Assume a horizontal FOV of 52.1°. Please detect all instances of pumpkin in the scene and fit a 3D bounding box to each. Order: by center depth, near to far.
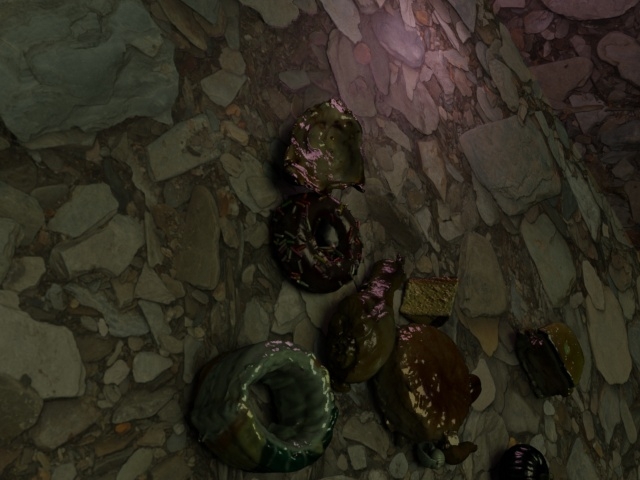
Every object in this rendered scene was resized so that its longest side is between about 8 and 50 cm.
[{"bbox_3d":[0.595,0.695,1.906,0.194,0.150,0.194,11,90,-69],"label":"pumpkin"}]

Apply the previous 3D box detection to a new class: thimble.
[{"bbox_3d":[-0.109,0.330,1.299,0.288,0.167,0.254,11,66,-44],"label":"thimble"}]

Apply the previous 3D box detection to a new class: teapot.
[{"bbox_3d":[0.400,0.424,1.861,0.129,0.078,0.098,-23,132,-35],"label":"teapot"}]

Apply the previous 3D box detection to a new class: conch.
[{"bbox_3d":[0.279,0.556,1.692,0.076,0.085,0.056,17,107,-35],"label":"conch"}]

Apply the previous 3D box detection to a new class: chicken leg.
[{"bbox_3d":[0.131,0.179,1.643,0.201,0.153,0.429,64,34,-24],"label":"chicken leg"}]

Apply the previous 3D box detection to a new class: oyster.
[{"bbox_3d":[-0.002,-0.247,1.669,0.221,0.096,0.361,22,47,-27],"label":"oyster"}]

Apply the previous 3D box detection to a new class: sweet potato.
[{"bbox_3d":[0.370,0.575,1.780,0.249,0.059,0.069,27,78,-50],"label":"sweet potato"}]

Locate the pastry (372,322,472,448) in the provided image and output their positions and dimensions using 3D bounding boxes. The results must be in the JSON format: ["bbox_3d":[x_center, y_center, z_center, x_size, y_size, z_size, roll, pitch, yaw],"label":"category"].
[{"bbox_3d":[0.263,0.360,1.692,0.330,0.136,0.329,20,60,-38],"label":"pastry"}]

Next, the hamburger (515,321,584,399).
[{"bbox_3d":[0.774,0.387,2.183,0.192,0.168,0.288,-32,98,-46],"label":"hamburger"}]

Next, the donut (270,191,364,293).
[{"bbox_3d":[0.000,0.000,1.591,0.270,0.103,0.269,17,65,-41],"label":"donut"}]

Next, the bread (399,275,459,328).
[{"bbox_3d":[0.310,0.162,1.817,0.127,0.152,0.147,34,52,-19],"label":"bread"}]
